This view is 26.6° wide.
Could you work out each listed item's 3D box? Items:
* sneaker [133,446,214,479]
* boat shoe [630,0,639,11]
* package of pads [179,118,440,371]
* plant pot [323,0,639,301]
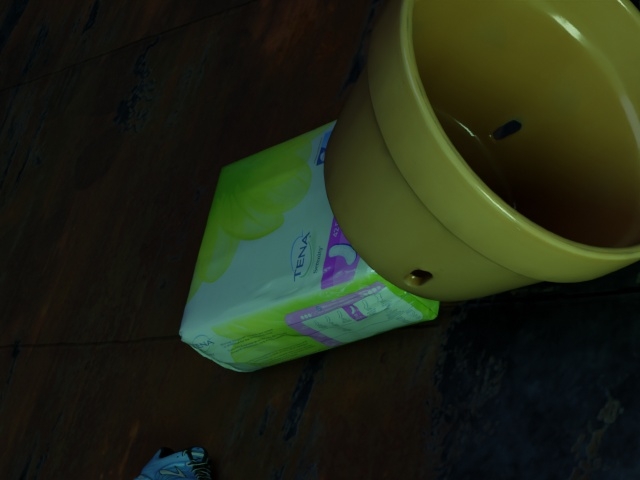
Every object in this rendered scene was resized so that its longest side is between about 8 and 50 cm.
[{"bbox_3d":[-0.133,0.237,1.349,0.162,0.063,0.073,4,63,52],"label":"sneaker"},{"bbox_3d":[0.310,-0.188,1.137,0.069,0.081,0.227,-52,37,0],"label":"boat shoe"},{"bbox_3d":[0.000,0.000,1.347,0.296,0.101,0.229,-19,47,42],"label":"package of pads"},{"bbox_3d":[0.137,-0.076,1.114,0.203,0.290,0.291,-41,33,50],"label":"plant pot"}]
